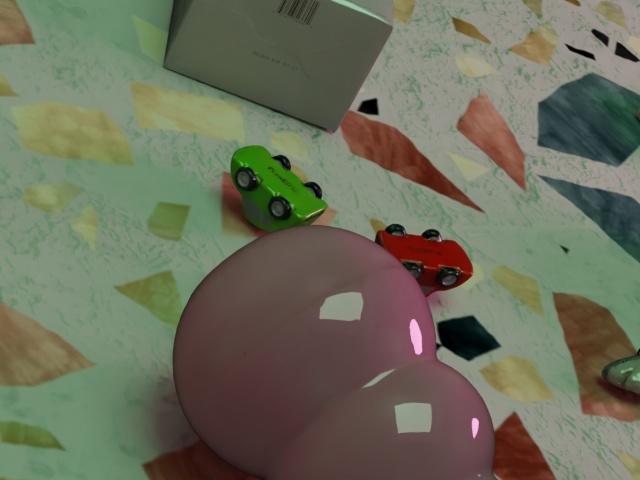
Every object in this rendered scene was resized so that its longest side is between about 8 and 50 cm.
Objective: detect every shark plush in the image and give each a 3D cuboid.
[{"bbox_3d":[0.337,0.113,1.706,0.067,0.073,0.161,13,29,30],"label":"shark plush"}]

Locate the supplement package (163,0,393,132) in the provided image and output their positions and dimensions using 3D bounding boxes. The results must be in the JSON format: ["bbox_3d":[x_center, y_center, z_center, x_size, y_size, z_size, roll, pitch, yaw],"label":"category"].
[{"bbox_3d":[-0.040,-0.254,1.798,0.194,0.149,0.203,20,36,-15],"label":"supplement package"}]

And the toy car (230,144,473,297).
[{"bbox_3d":[0.000,0.000,1.592,0.225,0.053,0.239,42,35,17],"label":"toy car"}]

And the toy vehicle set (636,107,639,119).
[{"bbox_3d":[0.511,-0.071,2.084,0.166,0.035,0.267,1,44,-37],"label":"toy vehicle set"}]

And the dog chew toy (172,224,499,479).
[{"bbox_3d":[0.035,0.151,1.311,0.206,0.206,0.332,-17,65,-48],"label":"dog chew toy"}]
